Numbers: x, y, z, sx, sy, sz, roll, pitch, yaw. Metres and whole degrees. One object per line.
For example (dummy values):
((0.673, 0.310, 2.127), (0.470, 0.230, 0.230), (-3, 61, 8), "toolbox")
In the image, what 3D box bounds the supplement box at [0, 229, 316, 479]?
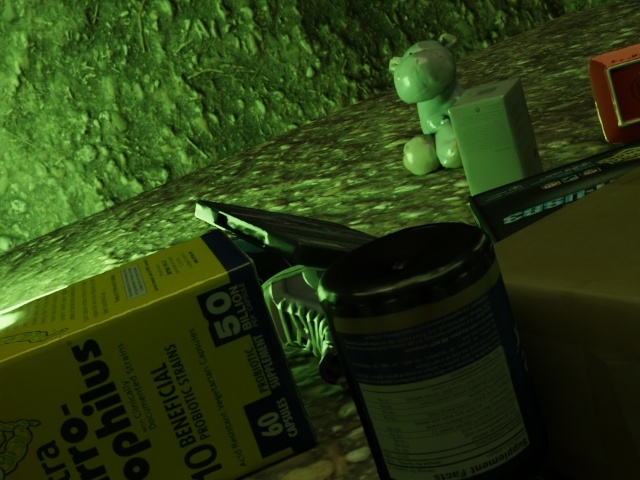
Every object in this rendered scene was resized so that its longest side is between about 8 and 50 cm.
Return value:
((-0.216, 0.152, 0.897), (0.356, 0.194, 0.195), (-22, 15, -10), "supplement box")

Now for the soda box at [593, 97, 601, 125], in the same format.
((0.592, -0.259, 1.646), (0.183, 0.063, 0.058), (-19, 14, 0), "soda box")

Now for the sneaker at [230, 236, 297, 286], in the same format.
((-0.037, 0.037, 1.345), (0.232, 0.091, 0.081), (-2, 4, -28), "sneaker")

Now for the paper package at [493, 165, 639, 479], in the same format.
((0.313, 0.054, 0.657), (0.309, 0.168, 0.324), (-25, 15, -29), "paper package")

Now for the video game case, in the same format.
((0.000, 0.000, 1.002), (0.196, 0.026, 0.274), (9, 5, -29), "video game case")

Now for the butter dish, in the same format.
((0.546, -0.245, 1.550), (0.159, 0.160, 0.118), (-15, -8, 16), "butter dish")

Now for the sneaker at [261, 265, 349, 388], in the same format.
((0.005, 0.096, 1.021), (0.282, 0.102, 0.161), (-8, 21, 36), "sneaker")

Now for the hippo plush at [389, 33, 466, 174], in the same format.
((0.263, -0.288, 1.815), (0.234, 0.237, 0.294), (-13, 16, 22), "hippo plush")

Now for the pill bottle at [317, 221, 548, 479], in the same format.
((0.085, 0.108, 0.632), (0.122, 0.219, 0.123), (-17, 15, 5), "pill bottle")

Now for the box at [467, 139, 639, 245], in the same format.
((0.349, -0.038, 1.140), (0.295, 0.073, 0.293), (-18, 14, 7), "box")

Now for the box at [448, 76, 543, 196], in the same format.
((0.278, -0.152, 1.434), (0.091, 0.171, 0.130), (-10, 17, 26), "box")
